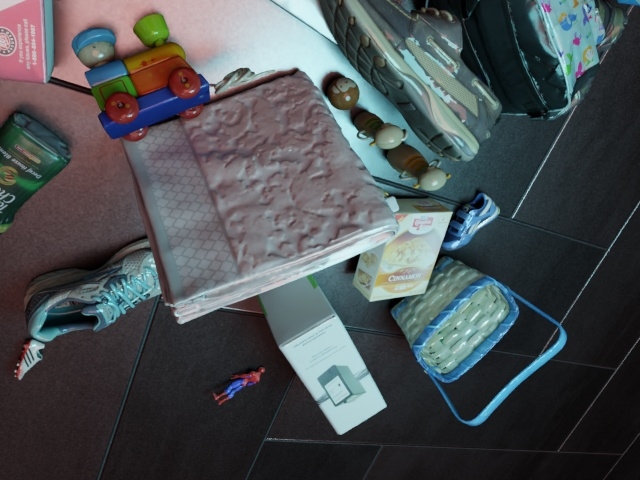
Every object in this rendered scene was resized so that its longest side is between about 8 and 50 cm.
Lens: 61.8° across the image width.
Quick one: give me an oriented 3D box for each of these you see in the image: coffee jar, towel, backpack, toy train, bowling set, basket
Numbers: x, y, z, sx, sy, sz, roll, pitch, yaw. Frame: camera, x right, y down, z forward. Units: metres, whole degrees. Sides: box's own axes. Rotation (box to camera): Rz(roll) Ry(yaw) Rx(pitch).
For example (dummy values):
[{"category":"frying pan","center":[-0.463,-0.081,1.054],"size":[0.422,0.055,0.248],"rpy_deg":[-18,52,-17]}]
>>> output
[{"category":"coffee jar","center":[-0.453,-0.085,0.762],"size":[0.184,0.079,0.096],"rpy_deg":[-44,123,7]},{"category":"towel","center":[-0.100,-0.084,0.758],"size":[0.317,0.331,0.053],"rpy_deg":[-22,150,-8]},{"category":"backpack","center":[0.294,-0.334,0.825],"size":[0.191,0.225,0.253],"rpy_deg":[-52,121,-15]},{"category":"toy train","center":[-0.206,-0.251,0.748],"size":[0.248,0.105,0.143],"rpy_deg":[-26,90,-12]},{"category":"bowling set","center":[0.050,-0.150,0.871],"size":[0.287,0.154,0.199],"rpy_deg":[-22,123,-8]},{"category":"basket","center":[0.303,0.184,1.072],"size":[0.255,0.289,0.201],"rpy_deg":[-44,126,7]}]

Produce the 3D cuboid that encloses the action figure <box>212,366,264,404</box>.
[{"category":"action figure","center":[-0.167,0.297,1.115],"size":[0.115,0.030,0.038],"rpy_deg":[-28,129,-10]}]

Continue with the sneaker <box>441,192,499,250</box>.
[{"category":"sneaker","center":[0.295,-0.040,1.089],"size":[0.144,0.053,0.059],"rpy_deg":[-43,125,-4]}]

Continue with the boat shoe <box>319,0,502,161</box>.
[{"category":"boat shoe","center":[0.141,-0.275,0.798],"size":[0.130,0.132,0.355],"rpy_deg":[-47,115,-3]}]

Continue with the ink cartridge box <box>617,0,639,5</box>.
[{"category":"ink cartridge box","center":[0.529,-0.485,0.897],"size":[0.060,0.104,0.180],"rpy_deg":[-44,123,8]}]

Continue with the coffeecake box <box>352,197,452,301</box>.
[{"category":"coffeecake box","center":[0.156,0.016,1.032],"size":[0.143,0.068,0.185],"rpy_deg":[-4,120,-32]}]

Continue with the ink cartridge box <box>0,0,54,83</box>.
[{"category":"ink cartridge box","center":[-0.467,-0.304,0.610],"size":[0.283,0.117,0.207],"rpy_deg":[0,118,-21]}]

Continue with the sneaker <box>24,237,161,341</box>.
[{"category":"sneaker","center":[-0.337,0.092,0.878],"size":[0.283,0.122,0.110],"rpy_deg":[-22,124,-8]}]

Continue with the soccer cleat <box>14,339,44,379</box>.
[{"category":"soccer cleat","center":[-0.509,0.211,0.937],"size":[0.036,0.029,0.083],"rpy_deg":[18,105,-24]}]

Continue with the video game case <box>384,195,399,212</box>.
[{"category":"video game case","center":[0.000,0.000,0.886],"size":[0.204,0.285,0.025],"rpy_deg":[-21,85,-9]}]

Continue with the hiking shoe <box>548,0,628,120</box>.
[{"category":"hiking shoe","center":[0.445,-0.334,0.974],"size":[0.114,0.086,0.226],"rpy_deg":[24,102,-16]}]

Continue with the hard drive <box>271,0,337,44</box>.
[{"category":"hard drive","center":[0.058,-0.453,0.773],"size":[0.203,0.040,0.307],"rpy_deg":[24,107,-30]}]

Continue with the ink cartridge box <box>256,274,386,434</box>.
[{"category":"ink cartridge box","center":[-0.001,0.203,1.022],"size":[0.115,0.198,0.272],"rpy_deg":[-30,124,-4]}]
